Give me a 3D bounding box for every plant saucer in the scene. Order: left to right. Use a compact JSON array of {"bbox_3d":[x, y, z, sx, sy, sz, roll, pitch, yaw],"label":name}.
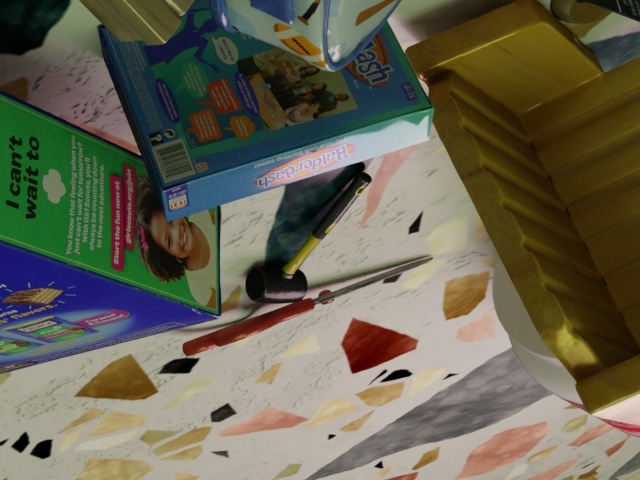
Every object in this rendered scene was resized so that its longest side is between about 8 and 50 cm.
[{"bbox_3d":[0.247,-0.220,1.238,0.083,0.015,0.083,-18,152,-10],"label":"plant saucer"}]

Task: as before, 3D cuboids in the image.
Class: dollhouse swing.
[{"bbox_3d":[0.317,-0.064,1.173,0.305,0.346,0.315,-31,158,19],"label":"dollhouse swing"}]

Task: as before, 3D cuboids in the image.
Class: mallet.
[{"bbox_3d":[0.000,0.000,1.408,0.062,0.039,0.189,10,132,-48],"label":"mallet"}]

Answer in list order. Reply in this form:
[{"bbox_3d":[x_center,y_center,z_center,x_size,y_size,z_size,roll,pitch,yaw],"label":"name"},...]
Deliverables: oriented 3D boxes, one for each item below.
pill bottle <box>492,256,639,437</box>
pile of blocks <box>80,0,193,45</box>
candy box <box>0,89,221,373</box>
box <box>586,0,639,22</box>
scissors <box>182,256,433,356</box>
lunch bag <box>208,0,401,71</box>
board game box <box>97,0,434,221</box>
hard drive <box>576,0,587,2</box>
[{"bbox_3d":[0.358,0.098,1.637,0.229,0.229,0.408,-33,151,17],"label":"pill bottle"},{"bbox_3d":[-0.220,-0.226,0.808,0.362,0.148,0.113,15,175,-38],"label":"pile of blocks"},{"bbox_3d":[-0.272,0.002,1.037,0.268,0.122,0.317,-15,159,29],"label":"candy box"},{"bbox_3d":[0.220,-0.290,0.846,0.270,0.143,0.165,-57,152,-8],"label":"box"},{"bbox_3d":[-0.014,0.068,1.521,0.297,0.021,0.109,-21,178,-34],"label":"scissors"},{"bbox_3d":[0.017,-0.256,0.791,0.243,0.115,0.303,-55,162,-28],"label":"lunch bag"},{"bbox_3d":[-0.042,-0.118,1.040,0.210,0.160,0.047,-18,151,-11],"label":"board game box"},{"bbox_3d":[0.359,-0.264,1.036,0.339,0.064,0.237,4,157,15],"label":"hard drive"}]
